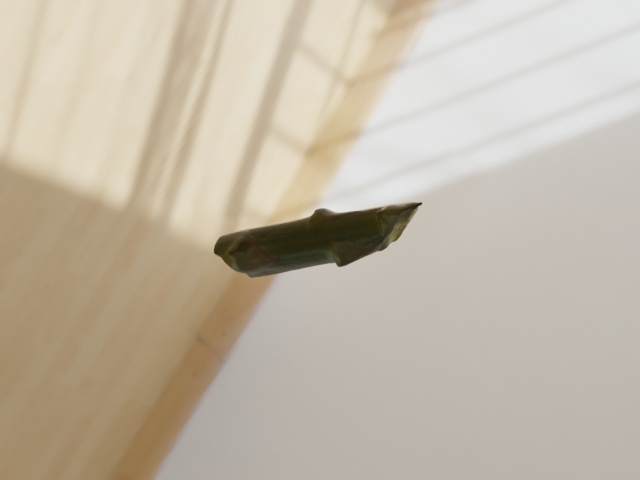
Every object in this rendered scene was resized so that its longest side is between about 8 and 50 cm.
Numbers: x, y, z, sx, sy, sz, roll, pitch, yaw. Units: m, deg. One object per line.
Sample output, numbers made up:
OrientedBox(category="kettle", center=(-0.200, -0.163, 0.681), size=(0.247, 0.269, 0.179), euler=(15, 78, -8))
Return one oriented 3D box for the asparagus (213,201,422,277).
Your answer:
OrientedBox(category="asparagus", center=(0.000, -0.001, 0.603), size=(0.021, 0.108, 0.025), euler=(57, 41, -28))
